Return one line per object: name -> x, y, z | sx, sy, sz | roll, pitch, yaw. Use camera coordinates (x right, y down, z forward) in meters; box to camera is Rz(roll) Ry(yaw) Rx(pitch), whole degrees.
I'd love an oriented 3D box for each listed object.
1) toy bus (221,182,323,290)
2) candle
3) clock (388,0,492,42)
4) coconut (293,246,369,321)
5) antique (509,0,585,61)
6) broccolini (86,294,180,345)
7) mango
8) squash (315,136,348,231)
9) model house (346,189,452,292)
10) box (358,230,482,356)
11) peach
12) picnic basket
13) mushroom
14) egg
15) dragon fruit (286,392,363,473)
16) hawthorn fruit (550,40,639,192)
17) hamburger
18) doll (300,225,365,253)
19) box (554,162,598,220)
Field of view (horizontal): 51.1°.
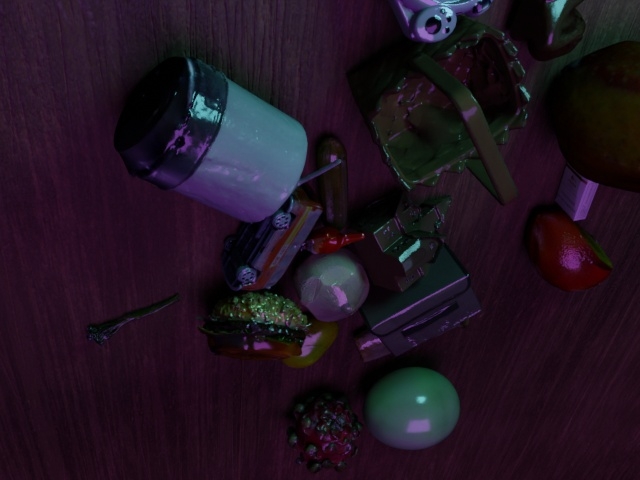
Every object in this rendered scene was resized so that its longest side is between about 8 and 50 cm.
toy bus -> -0.102, -0.010, 1.373 | 0.119, 0.121, 0.265 | 8, 126, -38
candle -> -0.159, -0.155, 1.153 | 0.342, 0.221, 0.221 | 27, 116, -37
clock -> 0.208, -0.466, 1.075 | 0.247, 0.090, 0.228 | -32, 114, -2
coconut -> 0.025, 0.101, 1.480 | 0.160, 0.162, 0.161 | -11, 131, -12
antique -> 0.435, -0.444, 1.200 | 0.143, 0.121, 0.257 | -11, 126, -23
broccolini -> -0.412, 0.166, 1.467 | 0.218, 0.042, 0.044 | -28, 132, -4
mango -> -0.035, 0.240, 1.637 | 0.117, 0.089, 0.163 | 36, 98, -31
squash -> 0.026, -0.110, 1.367 | 0.066, 0.066, 0.229 | -13, 134, -10
model house -> 0.216, -0.025, 1.455 | 0.248, 0.176, 0.181 | -39, 117, -21
box -> 0.218, 0.128, 1.567 | 0.252, 0.188, 0.153 | -32, 130, 4
peach -> 0.605, 0.037, 1.651 | 0.158, 0.154, 0.267 | -41, 132, 18
picnic basket -> 0.229, -0.224, 1.177 | 0.291, 0.321, 0.254 | -32, 129, 5
mushroom -> 0.238, 0.226, 1.730 | 0.312, 0.081, 0.100 | -20, 130, 2
egg -> 0.248, 0.460, 1.836 | 0.269, 0.220, 0.221 | -7, 132, -5
dragon fruit -> 0.028, 0.539, 1.850 | 0.198, 0.219, 0.272 | -5, 151, 36
hawthorn fruit -> 0.616, -0.232, 1.322 | 0.308, 0.325, 0.308 | 7, 139, 6
hamburger -> -0.149, 0.188, 1.475 | 0.261, 0.139, 0.243 | 2, 163, 3
doll -> 0.000, 0.000, 1.408 | 0.109, 0.169, 0.057 | 0, 87, -40
box -> 0.599, -0.132, 1.550 | 0.040, 0.084, 0.154 | -8, 132, -14
